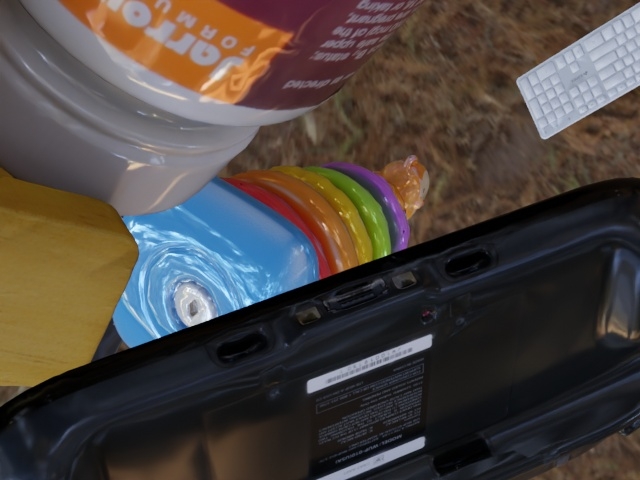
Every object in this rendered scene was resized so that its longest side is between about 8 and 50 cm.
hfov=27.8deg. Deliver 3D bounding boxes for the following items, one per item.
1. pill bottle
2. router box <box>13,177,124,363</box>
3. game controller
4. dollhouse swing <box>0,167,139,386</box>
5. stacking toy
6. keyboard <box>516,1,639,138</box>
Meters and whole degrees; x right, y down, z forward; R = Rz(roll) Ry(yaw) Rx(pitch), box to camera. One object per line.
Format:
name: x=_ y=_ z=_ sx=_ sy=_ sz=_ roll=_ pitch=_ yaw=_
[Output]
pill bottle: x=-0.023 y=-0.195 z=0.595 sx=0.224 sy=0.224 sz=0.392 roll=39 pitch=128 yaw=-10
router box: x=-0.246 y=-0.052 z=1.172 sx=0.243 sy=0.081 sz=0.309 roll=26 pitch=99 yaw=-20
game controller: x=0.013 y=0.075 z=0.548 sx=0.319 sy=0.067 sz=0.166 roll=-20 pitch=131 yaw=-17
dollhouse swing: x=-0.201 y=-0.163 z=0.630 sx=0.305 sy=0.315 sz=0.347 roll=-47 pitch=61 yaw=18
stacking toy: x=0.000 y=0.000 z=0.987 sx=0.165 sy=0.302 sz=0.175 roll=31 pitch=124 yaw=24
keyboard: x=0.308 y=-0.190 z=1.279 sx=0.256 sy=0.014 sz=0.072 roll=-31 pitch=81 yaw=35
